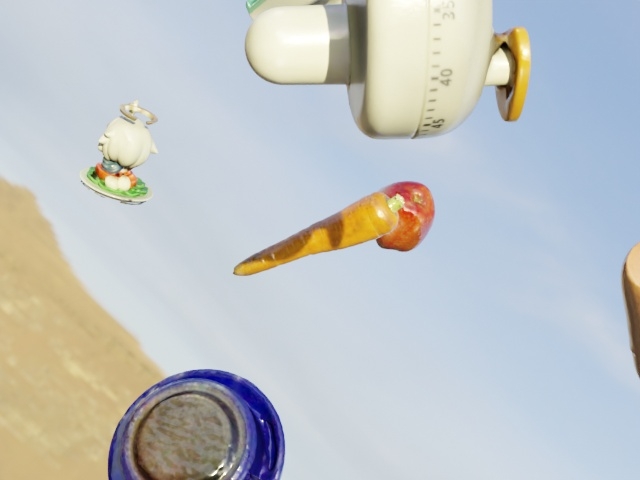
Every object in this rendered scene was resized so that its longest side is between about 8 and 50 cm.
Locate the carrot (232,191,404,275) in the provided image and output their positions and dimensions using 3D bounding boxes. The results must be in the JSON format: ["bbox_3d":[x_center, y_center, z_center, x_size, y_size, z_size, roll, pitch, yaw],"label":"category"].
[{"bbox_3d":[0.000,0.000,1.889,0.061,0.257,0.061,-25,90,-83],"label":"carrot"}]

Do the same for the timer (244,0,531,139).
[{"bbox_3d":[0.053,-0.203,1.228,0.233,0.240,0.233,178,-90,-85],"label":"timer"}]

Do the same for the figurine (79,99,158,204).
[{"bbox_3d":[-0.319,-0.151,2.277,0.132,0.153,0.132,18,19,-7],"label":"figurine"}]

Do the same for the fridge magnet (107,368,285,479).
[{"bbox_3d":[-0.181,0.307,1.981,0.265,0.265,0.112,37,-16,26],"label":"fridge magnet"}]

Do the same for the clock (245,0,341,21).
[{"bbox_3d":[0.035,-0.453,2.406,0.231,0.262,0.116,-25,-86,55],"label":"clock"}]

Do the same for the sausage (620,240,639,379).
[{"bbox_3d":[0.528,0.120,2.105,0.121,0.121,0.304,34,-22,37],"label":"sausage"}]

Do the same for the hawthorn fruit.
[{"bbox_3d":[0.151,-0.050,2.588,0.133,0.133,0.138,42,-46,6],"label":"hawthorn fruit"}]
